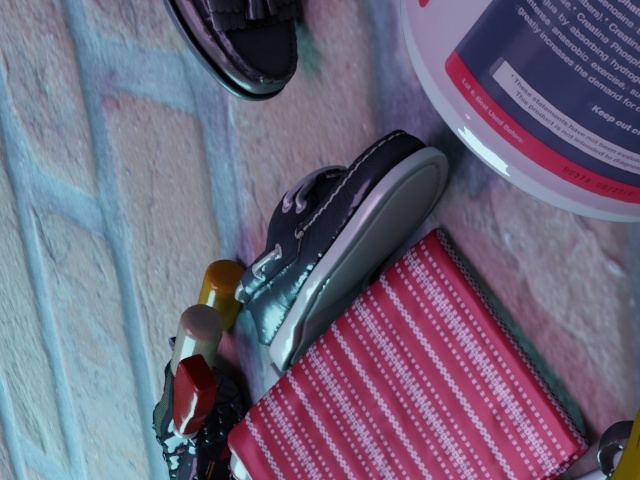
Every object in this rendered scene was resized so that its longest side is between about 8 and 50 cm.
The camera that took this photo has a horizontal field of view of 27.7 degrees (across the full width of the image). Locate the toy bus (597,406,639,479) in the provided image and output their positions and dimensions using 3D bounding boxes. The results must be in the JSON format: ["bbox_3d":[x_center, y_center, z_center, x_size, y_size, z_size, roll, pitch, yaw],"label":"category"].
[{"bbox_3d":[0.228,0.084,0.645,0.130,0.108,0.332,19,132,8],"label":"toy bus"}]

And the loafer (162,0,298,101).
[{"bbox_3d":[-0.078,-0.238,0.970,0.084,0.096,0.267,-27,83,53],"label":"loafer"}]

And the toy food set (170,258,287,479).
[{"bbox_3d":[-0.071,0.141,1.165,0.232,0.111,0.104,54,147,26],"label":"toy food set"}]

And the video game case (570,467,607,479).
[{"bbox_3d":[0.214,0.319,0.908,0.300,0.036,0.329,61,148,11],"label":"video game case"}]

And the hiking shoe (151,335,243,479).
[{"bbox_3d":[-0.124,0.211,1.334,0.114,0.086,0.227,-132,41,-53],"label":"hiking shoe"}]

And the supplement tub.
[{"bbox_3d":[0.169,-0.148,0.538,0.191,0.191,0.272,59,143,16],"label":"supplement tub"}]

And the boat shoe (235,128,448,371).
[{"bbox_3d":[0.000,0.000,0.970,0.091,0.114,0.302,52,145,14],"label":"boat shoe"}]

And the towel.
[{"bbox_3d":[0.053,0.151,0.969,0.275,0.031,0.199,-47,65,30],"label":"towel"}]
